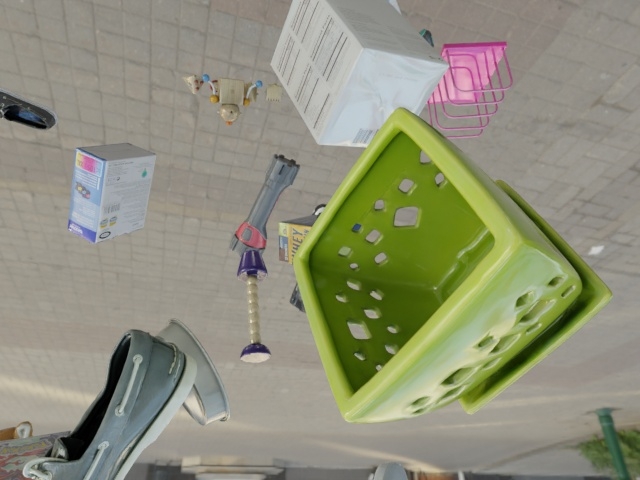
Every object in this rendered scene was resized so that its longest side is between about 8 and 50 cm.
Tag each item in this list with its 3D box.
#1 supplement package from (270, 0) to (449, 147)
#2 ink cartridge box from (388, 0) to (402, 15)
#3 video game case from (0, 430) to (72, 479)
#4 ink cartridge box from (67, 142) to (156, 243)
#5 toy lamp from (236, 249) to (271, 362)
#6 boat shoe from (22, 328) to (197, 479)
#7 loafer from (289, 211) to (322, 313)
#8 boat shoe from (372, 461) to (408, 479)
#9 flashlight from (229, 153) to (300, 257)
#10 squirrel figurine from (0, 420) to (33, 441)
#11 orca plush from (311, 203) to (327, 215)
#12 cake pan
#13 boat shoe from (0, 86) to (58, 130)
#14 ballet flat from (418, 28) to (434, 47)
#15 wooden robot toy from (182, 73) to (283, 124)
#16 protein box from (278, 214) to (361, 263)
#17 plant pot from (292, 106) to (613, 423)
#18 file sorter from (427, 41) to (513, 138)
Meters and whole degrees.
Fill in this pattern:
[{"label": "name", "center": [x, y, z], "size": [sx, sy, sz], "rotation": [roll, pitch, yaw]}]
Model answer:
[{"label": "supplement package", "center": [0.061, -0.340, 0.900], "size": [0.199, 0.263, 0.198], "rotation": [-4, 142, -33]}, {"label": "ink cartridge box", "center": [0.149, -0.552, 1.273], "size": [0.186, 0.065, 0.311], "rotation": [-32, 107, -15]}, {"label": "video game case", "center": [-0.605, 0.444, 0.904], "size": [0.201, 0.023, 0.183], "rotation": [0, -169, -23]}, {"label": "ink cartridge box", "center": [-0.812, -0.161, 1.804], "size": [0.151, 0.270, 0.395], "rotation": [23, 112, 15]}, {"label": "toy lamp", "center": [-0.161, 0.150, 1.113], "size": [0.080, 0.275, 0.080], "rotation": [-5, 149, -3]}, {"label": "boat shoe", "center": [-0.274, 0.243, 0.517], "size": [0.116, 0.319, 0.099], "rotation": [7, 144, 48]}, {"label": "loafer", "center": [-0.019, 0.045, 0.926], "size": [0.078, 0.076, 0.223], "rotation": [17, 113, 15]}, {"label": "boat shoe", "center": [0.090, 0.553, 0.816], "size": [0.105, 0.306, 0.113], "rotation": [-16, 149, 42]}, {"label": "flashlight", "center": [-0.151, -0.090, 1.295], "size": [0.103, 0.103, 0.304], "rotation": [16, 111, -34]}, {"label": "squirrel figurine", "center": [-0.740, 0.666, 1.215], "size": [0.397, 0.370, 0.281], "rotation": [-4, 146, -36]}, {"label": "orca plush", "center": [-0.004, -0.031, 1.885], "size": [0.151, 0.102, 0.287], "rotation": [-14, 124, -7]}, {"label": "cake pan", "center": [-0.328, 0.334, 1.154], "size": [0.054, 0.293, 0.293], "rotation": [-28, 163, -34]}, {"label": "boat shoe", "center": [-0.883, -0.372, 1.326], "size": [0.228, 0.076, 0.080], "rotation": [21, 123, -22]}, {"label": "ballet flat", "center": [0.267, -0.581, 1.436], "size": [0.074, 0.074, 0.203], "rotation": [24, 163, -33]}, {"label": "wooden robot toy", "center": [-0.154, -0.243, 0.818], "size": [0.173, 0.079, 0.076], "rotation": [-2, -167, -27]}, {"label": "protein box", "center": [0.000, 0.000, 1.552], "size": [0.201, 0.136, 0.200], "rotation": [9, -165, 36]}, {"label": "plant pot", "center": [0.128, 0.039, 0.483], "size": [0.207, 0.227, 0.228], "rotation": [19, 121, -32]}, {"label": "file sorter", "center": [0.493, -0.494, 1.574], "size": [0.202, 0.182, 0.291], "rotation": [-3, 161, -1]}]
